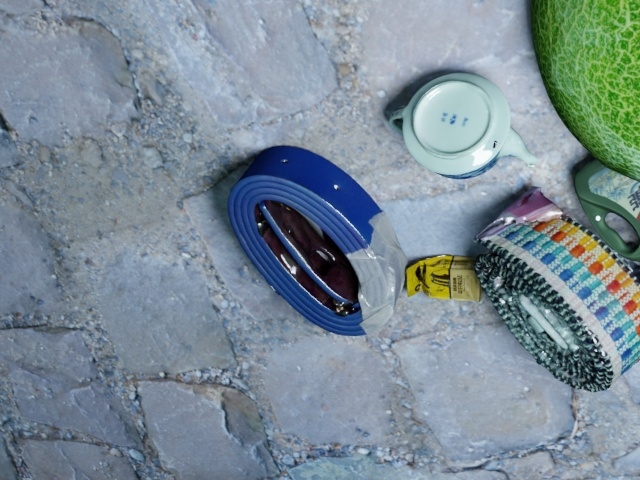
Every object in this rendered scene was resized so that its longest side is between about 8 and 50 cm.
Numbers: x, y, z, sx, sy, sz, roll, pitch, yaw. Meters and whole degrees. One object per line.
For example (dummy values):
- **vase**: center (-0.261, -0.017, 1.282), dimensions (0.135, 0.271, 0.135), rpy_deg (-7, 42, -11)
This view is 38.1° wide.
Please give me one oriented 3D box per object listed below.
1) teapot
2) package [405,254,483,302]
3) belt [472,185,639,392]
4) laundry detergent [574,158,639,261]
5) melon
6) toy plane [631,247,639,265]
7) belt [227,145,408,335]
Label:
- **teapot**: center (0.208, -0.159, 1.397), dimensions (0.232, 0.159, 0.159), rpy_deg (18, 127, 22)
- **package**: center (0.214, 0.064, 1.585), dimensions (0.131, 0.047, 0.071), rpy_deg (2, 127, 16)
- **belt**: center (0.383, 0.080, 1.435), dimensions (0.295, 0.160, 0.206), rpy_deg (48, 160, 24)
- **laundry detergent**: center (0.478, -0.033, 1.360), dimensions (0.144, 0.078, 0.221), rpy_deg (-35, 75, 27)
- **melon**: center (0.408, -0.237, 1.204), dimensions (0.331, 0.226, 0.343), rpy_deg (23, 119, 52)
- **toy plane**: center (0.562, 0.095, 1.428), dimensions (0.245, 0.117, 0.244), rpy_deg (35, 141, 35)
- **belt**: center (0.000, 0.000, 1.572), dimensions (0.212, 0.117, 0.347), rpy_deg (-31, 107, 32)
